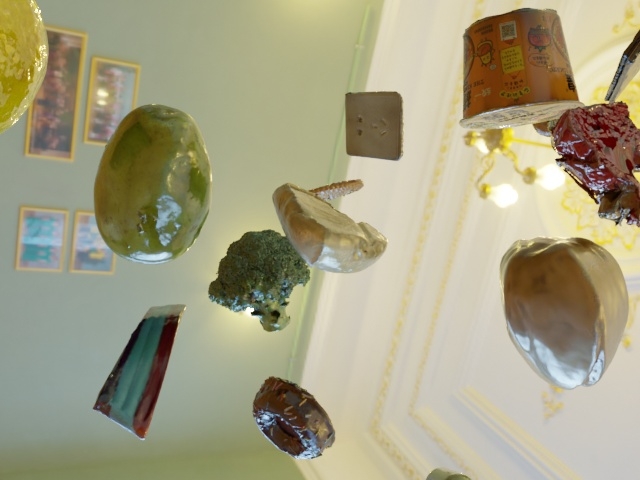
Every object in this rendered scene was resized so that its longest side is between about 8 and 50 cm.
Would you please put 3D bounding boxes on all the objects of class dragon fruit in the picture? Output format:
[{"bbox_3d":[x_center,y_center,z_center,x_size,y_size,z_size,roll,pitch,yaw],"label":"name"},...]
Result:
[{"bbox_3d":[0.403,-0.098,0.937,0.192,0.123,0.092,58,-28,9],"label":"dragon fruit"}]

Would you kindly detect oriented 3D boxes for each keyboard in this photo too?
[{"bbox_3d":[0.521,-0.301,1.105,0.027,0.317,0.106,38,-80,16],"label":"keyboard"}]

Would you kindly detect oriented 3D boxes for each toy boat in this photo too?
[{"bbox_3d":[-0.269,0.188,1.027,0.136,0.080,0.392,-62,-171,10],"label":"toy boat"}]

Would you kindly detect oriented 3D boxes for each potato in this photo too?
[{"bbox_3d":[-0.305,-0.097,1.224,0.216,0.216,0.304,48,-54,56],"label":"potato"}]

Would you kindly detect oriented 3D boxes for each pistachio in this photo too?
[{"bbox_3d":[0.553,0.159,1.556,0.445,0.282,0.365,81,-7,-54],"label":"pistachio"}]

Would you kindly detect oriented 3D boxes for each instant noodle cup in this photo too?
[{"bbox_3d":[0.343,-0.297,1.168,0.216,0.216,0.172,-7,-92,63],"label":"instant noodle cup"}]

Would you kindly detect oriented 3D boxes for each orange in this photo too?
[{"bbox_3d":[0.473,-0.256,1.370,0.086,0.062,0.086,2,-87,38],"label":"orange"}]

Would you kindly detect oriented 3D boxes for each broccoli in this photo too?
[{"bbox_3d":[-0.148,0.105,1.659,0.270,0.270,0.270,39,-34,59],"label":"broccoli"}]

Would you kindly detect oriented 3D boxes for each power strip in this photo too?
[{"bbox_3d":[0.169,-0.343,1.966,0.213,0.065,0.198,13,-71,38],"label":"power strip"}]

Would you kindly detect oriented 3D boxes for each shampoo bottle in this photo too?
[{"bbox_3d":[0.266,0.501,1.324,0.162,0.079,0.079,122,-32,-75],"label":"shampoo bottle"}]

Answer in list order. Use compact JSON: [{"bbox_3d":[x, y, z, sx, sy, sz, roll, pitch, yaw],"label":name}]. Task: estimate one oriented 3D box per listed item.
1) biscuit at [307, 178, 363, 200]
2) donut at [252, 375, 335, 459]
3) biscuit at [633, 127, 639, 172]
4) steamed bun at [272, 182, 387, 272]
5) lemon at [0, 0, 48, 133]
[{"bbox_3d":[0.011,-0.137,1.995,0.254,0.254,0.035,-19,-94,62],"label":"biscuit"},{"bbox_3d":[-0.074,0.447,1.639,0.235,0.089,0.235,25,-42,24],"label":"donut"},{"bbox_3d":[0.709,-0.207,1.582,0.202,0.334,0.047,-17,-119,45],"label":"biscuit"},{"bbox_3d":[0.019,0.004,1.187,0.110,0.213,0.231,-60,-152,15],"label":"steamed bun"},{"bbox_3d":[-0.593,-0.310,1.000,0.350,0.350,0.387,-23,-143,61],"label":"lemon"}]
